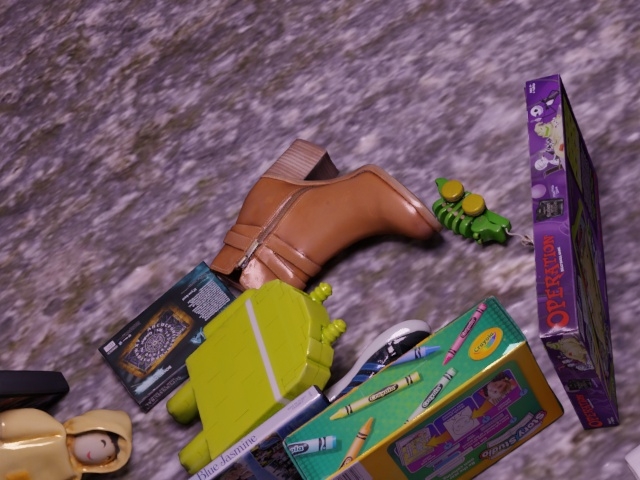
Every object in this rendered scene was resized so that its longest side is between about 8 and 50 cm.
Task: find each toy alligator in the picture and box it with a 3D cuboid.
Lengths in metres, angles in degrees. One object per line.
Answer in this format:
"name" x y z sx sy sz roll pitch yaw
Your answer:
"toy alligator" 0.194 -0.021 1.699 0.051 0.056 0.189 -44 49 -8

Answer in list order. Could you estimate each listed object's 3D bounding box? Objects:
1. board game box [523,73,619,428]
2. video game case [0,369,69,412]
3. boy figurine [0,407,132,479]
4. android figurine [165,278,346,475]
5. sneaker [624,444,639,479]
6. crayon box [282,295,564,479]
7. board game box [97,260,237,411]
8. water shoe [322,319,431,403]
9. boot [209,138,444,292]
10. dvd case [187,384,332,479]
"board game box" 0.281 0.010 1.533 0.056 0.208 0.347 -14 51 22
"video game case" -0.469 0.237 1.722 0.248 0.275 0.035 -30 81 4
"boy figurine" -0.364 0.289 1.694 0.285 0.177 0.092 -17 22 -18
"android figurine" -0.076 0.159 1.651 0.273 0.056 0.248 -44 41 19
"sneaker" 0.424 0.272 1.342 0.169 0.108 0.292 -39 38 -2
"crayon box" 0.117 0.203 1.501 0.278 0.165 0.081 -35 48 -1
"board game box" -0.191 0.125 1.809 0.186 0.026 0.126 -40 49 -5
"water shoe" 0.067 0.182 1.612 0.203 0.073 0.080 -44 52 4
"boot" 0.000 0.000 1.753 0.283 0.109 0.220 27 75 33
"dvd case" -0.069 0.281 1.527 0.253 0.180 0.022 -37 50 -2
